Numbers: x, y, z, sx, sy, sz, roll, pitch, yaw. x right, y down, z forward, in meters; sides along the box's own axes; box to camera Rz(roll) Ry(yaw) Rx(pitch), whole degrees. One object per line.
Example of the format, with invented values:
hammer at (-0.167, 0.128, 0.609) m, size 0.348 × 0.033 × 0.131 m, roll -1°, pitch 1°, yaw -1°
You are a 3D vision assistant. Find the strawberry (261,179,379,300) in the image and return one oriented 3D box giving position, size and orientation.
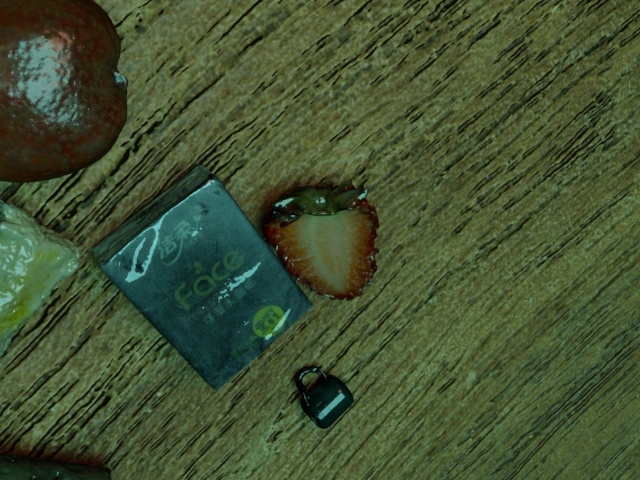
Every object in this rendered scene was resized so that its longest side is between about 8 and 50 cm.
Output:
strawberry at (-0.001, -0.005, 1.089) m, size 0.167 × 0.087 × 0.208 m, roll -4°, pitch 137°, yaw -6°

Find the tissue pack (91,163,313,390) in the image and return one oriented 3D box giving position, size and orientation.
tissue pack at (-0.152, 0.052, 1.018) m, size 0.185 × 0.081 × 0.257 m, roll -41°, pitch 122°, yaw -10°

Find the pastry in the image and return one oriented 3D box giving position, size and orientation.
pastry at (-0.392, 0.084, 0.899) m, size 0.121 × 0.089 × 0.258 m, roll 31°, pitch 93°, yaw -28°

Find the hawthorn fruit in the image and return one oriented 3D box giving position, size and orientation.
hawthorn fruit at (-0.335, -0.164, 0.783) m, size 0.262 × 0.210 × 0.211 m, roll -4°, pitch 109°, yaw -17°

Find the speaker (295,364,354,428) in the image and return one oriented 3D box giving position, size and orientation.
speaker at (0.002, 0.239, 1.176) m, size 0.075 × 0.060 × 0.094 m, roll -43°, pitch 121°, yaw -9°

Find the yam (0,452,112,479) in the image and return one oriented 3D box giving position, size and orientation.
yam at (-0.374, 0.335, 0.987) m, size 0.194 × 0.107 × 0.107 m, roll 20°, pitch 97°, yaw -30°
